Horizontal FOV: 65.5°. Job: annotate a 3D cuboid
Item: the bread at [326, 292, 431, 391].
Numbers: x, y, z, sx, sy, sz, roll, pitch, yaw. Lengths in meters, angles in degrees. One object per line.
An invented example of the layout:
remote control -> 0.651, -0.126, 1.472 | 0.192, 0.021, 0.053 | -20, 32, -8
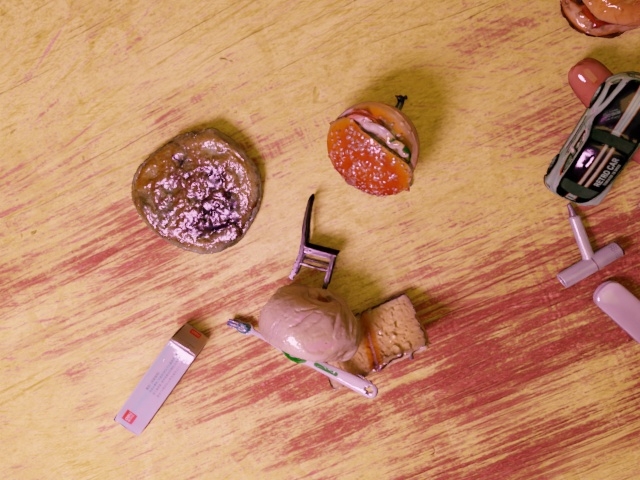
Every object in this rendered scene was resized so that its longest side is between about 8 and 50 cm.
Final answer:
bread -> 0.131, 0.255, 1.221 | 0.266, 0.142, 0.178 | -27, 58, 11

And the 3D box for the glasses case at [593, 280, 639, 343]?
glasses case -> 0.748, 0.177, 1.204 | 0.197, 0.049, 0.076 | 41, 99, -3

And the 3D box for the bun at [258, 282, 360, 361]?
bun -> -0.020, 0.184, 1.162 | 0.244, 0.244, 0.153 | 22, 92, 0

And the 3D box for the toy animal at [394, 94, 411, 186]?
toy animal -> 0.175, -0.232, 1.182 | 0.075, 0.041, 0.216 | -5, 103, 3

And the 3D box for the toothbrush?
toothbrush -> -0.051, 0.275, 1.196 | 0.418, 0.040, 0.042 | 21, 86, 22

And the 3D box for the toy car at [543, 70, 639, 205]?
toy car -> 0.608, -0.201, 1.070 | 0.136, 0.125, 0.305 | 28, 129, 10

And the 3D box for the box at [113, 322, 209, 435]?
box -> -0.398, 0.348, 1.254 | 0.079, 0.135, 0.269 | 36, 99, -3

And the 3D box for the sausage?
sausage -> 0.667, -0.290, 1.119 | 0.086, 0.086, 0.289 | -43, 93, 8

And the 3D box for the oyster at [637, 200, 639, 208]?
oyster -> 0.849, -0.165, 1.077 | 0.271, 0.100, 0.275 | -1, 116, 28

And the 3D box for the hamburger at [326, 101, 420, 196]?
hamburger -> 0.114, -0.200, 1.107 | 0.237, 0.147, 0.236 | 24, 138, 23

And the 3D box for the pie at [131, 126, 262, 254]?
pie -> -0.295, -0.112, 1.212 | 0.324, 0.070, 0.322 | 0, 100, 3

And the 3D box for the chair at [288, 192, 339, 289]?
chair -> 0.000, 0.000, 1.206 | 0.102, 0.084, 0.212 | 16, 99, 4

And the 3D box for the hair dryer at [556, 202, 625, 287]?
hair dryer -> 0.610, 0.000, 1.195 | 0.155, 0.044, 0.183 | -34, 90, 7

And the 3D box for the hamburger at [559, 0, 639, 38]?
hamburger -> 0.643, -0.556, 1.040 | 0.245, 0.163, 0.244 | 1, 101, 4
